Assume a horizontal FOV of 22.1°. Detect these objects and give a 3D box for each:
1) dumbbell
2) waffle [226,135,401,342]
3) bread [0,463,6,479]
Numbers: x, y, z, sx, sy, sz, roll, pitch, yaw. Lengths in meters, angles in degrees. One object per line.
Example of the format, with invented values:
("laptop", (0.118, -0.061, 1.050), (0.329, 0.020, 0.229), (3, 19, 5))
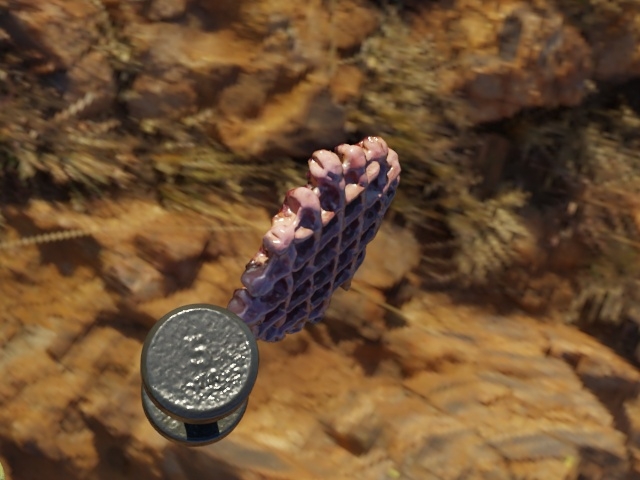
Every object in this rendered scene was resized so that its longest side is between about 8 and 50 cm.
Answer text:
("dumbbell", (-0.107, 0.120, 1.421), (0.100, 0.191, 0.100), (2, 76, -6))
("waffle", (0.000, 0.000, 1.612), (0.234, 0.055, 0.221), (-60, 160, 9))
("bread", (-0.351, 0.222, 1.511), (0.111, 0.114, 0.129), (-24, 115, -24))
